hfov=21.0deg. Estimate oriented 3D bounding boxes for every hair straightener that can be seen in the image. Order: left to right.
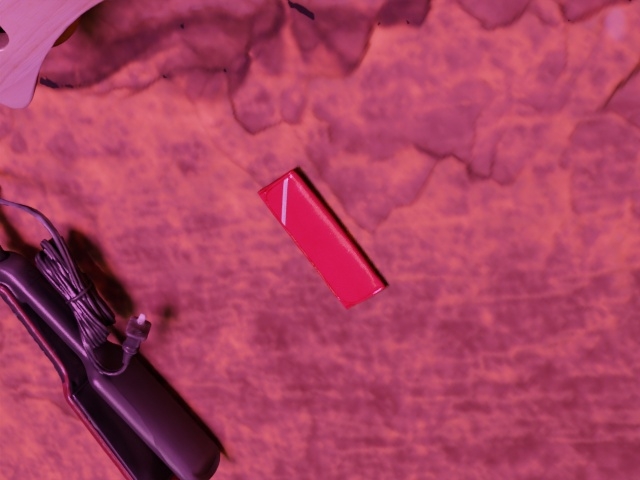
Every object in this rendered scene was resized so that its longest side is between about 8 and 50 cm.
[{"bbox_3d":[-0.132,0.052,1.041,0.089,0.047,0.230,-29,96,37],"label":"hair straightener"}]

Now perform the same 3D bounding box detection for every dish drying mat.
[{"bbox_3d":[0.000,0.000,0.954,0.032,0.008,0.083,-32,99,37],"label":"dish drying mat"}]

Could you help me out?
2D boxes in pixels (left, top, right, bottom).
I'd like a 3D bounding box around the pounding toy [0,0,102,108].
[{"bbox_3d":[-0.112,-0.200,0.863,0.154,0.155,0.269,20,141,-18],"label":"pounding toy"}]
